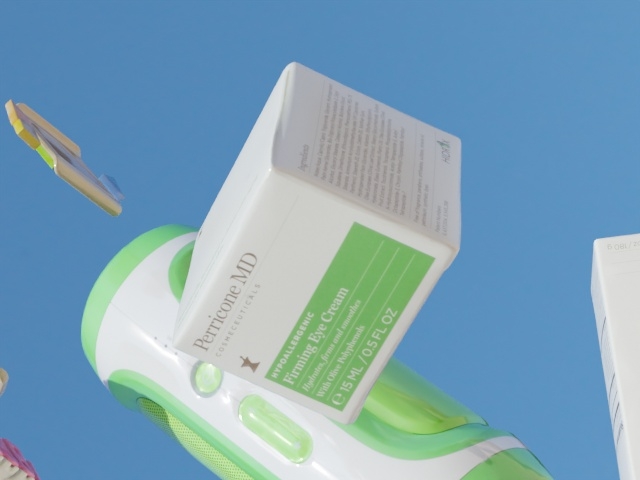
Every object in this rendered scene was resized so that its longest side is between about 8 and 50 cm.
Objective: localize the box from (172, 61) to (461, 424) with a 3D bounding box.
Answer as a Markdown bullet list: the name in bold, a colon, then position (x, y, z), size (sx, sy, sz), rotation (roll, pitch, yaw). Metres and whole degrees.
- **box**: position (0.000, 0.000, 0.816), size (0.087, 0.102, 0.101), rotation (25, -61, -9)

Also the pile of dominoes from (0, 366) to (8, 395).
- **pile of dominoes**: position (-0.329, 0.061, 1.342), size (0.196, 0.251, 0.040), rotation (45, -131, -12)

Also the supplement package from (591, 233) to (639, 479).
- **supplement package**: position (0.391, 0.150, 2.011), size (0.175, 0.178, 0.293), rotation (73, -170, -70)

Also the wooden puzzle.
- **wooden puzzle**: position (-0.160, -0.050, 1.204), size (0.014, 0.078, 0.116), rotation (-44, -49, 6)

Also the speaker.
- **speaker**: position (-0.006, 0.105, 1.124), size (0.131, 0.296, 0.131), rotation (-33, -39, -32)

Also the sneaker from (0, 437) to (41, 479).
- **sneaker**: position (-0.237, 0.132, 1.136), size (0.075, 0.063, 0.170), rotation (-49, -43, -2)
